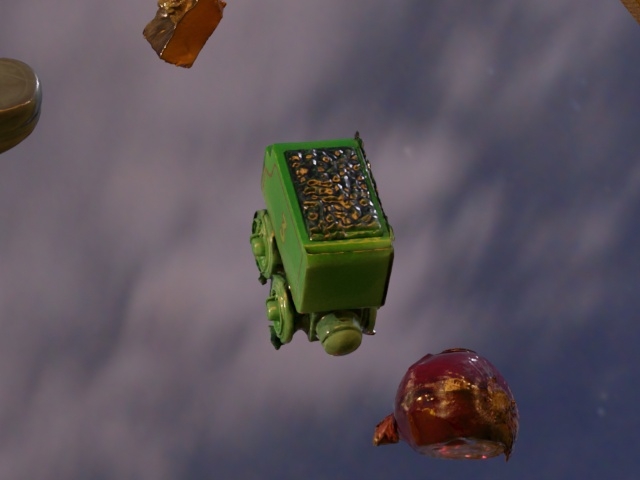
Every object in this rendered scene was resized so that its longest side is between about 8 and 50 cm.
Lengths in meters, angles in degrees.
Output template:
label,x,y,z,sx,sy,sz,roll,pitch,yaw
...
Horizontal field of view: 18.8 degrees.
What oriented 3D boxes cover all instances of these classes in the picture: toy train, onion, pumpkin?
label,x,y,z,sx,sy,sz,roll,pitch,yaw
toy train,0.000,0.000,2.137,0.132,0.243,0.188,-4,-45,-14
onion,0.151,0.208,2.452,0.198,0.135,0.173,-6,-23,33
pumpkin,-0.129,-0.210,1.811,0.054,0.074,0.083,32,-82,-28

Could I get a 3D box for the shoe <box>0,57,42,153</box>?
label,x,y,z,sx,sy,sz,roll,pitch,yaw
shoe,-0.318,-0.057,1.408,0.251,0.103,0.100,-18,-56,-10

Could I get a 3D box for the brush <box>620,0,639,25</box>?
label,x,y,z,sx,sy,sz,roll,pitch,yaw
brush,0.222,-0.157,1.327,0.010,0.082,0.218,-45,-80,-8
